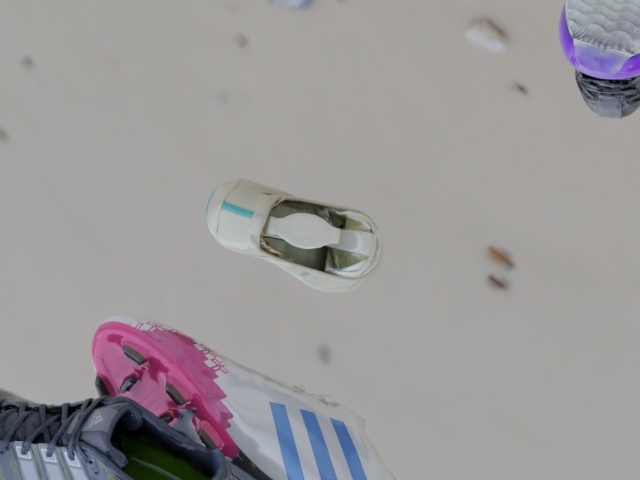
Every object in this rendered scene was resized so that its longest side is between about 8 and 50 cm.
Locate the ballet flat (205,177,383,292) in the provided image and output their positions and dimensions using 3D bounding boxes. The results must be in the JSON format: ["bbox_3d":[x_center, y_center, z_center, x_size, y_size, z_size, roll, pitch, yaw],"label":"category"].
[{"bbox_3d":[0.000,0.000,1.677,0.086,0.086,0.248,11,178,41],"label":"ballet flat"}]

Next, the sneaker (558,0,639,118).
[{"bbox_3d":[0.255,-0.161,1.531,0.102,0.293,0.146,17,117,12],"label":"sneaker"}]

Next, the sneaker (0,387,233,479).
[{"bbox_3d":[-0.199,0.160,1.458,0.300,0.111,0.121,18,139,-4],"label":"sneaker"}]

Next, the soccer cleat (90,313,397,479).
[{"bbox_3d":[-0.047,0.167,1.574,0.331,0.143,0.116,41,136,4],"label":"soccer cleat"}]
